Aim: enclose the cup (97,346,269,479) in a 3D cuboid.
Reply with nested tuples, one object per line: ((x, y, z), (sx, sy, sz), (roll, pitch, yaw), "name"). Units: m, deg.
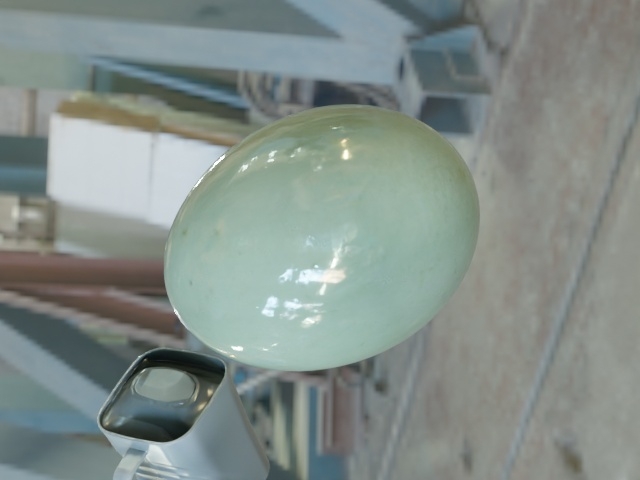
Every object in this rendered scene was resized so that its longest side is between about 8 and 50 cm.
((-0.114, 0.172, 1.223), (0.128, 0.095, 0.129), (-58, -41, -36), "cup")

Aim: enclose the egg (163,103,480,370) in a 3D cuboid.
((0.000, 0.000, 0.890), (0.149, 0.192, 0.149), (60, -169, -20), "egg")
